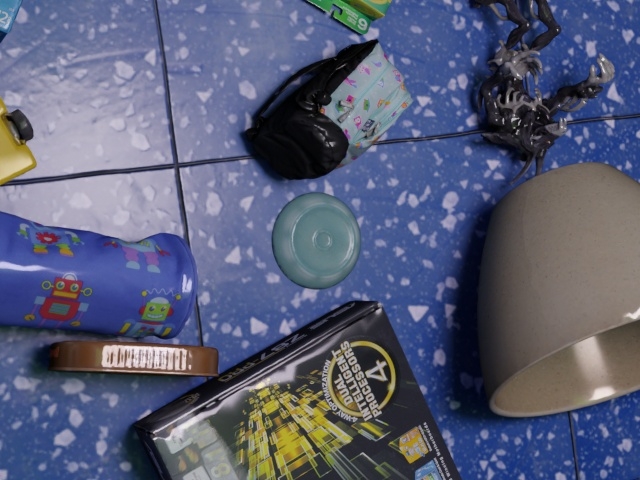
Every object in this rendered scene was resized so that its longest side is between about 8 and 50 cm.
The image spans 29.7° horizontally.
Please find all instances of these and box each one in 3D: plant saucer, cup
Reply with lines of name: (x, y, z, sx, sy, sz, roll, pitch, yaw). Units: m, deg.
plant saucer: (0.000, 0.000, 1.470, 0.119, 0.021, 0.119, 1, 87, -23)
cup: (0.327, 0.045, 1.481, 0.331, 0.331, 0.237, -5, 64, -24)

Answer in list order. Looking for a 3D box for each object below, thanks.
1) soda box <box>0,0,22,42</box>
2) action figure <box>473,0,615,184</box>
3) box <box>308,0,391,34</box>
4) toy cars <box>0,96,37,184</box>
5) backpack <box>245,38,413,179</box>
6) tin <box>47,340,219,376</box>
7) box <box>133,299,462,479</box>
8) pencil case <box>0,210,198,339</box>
soda box: (-0.419, -0.285, 1.269, 0.210, 0.067, 0.071, 23, 78, -22)
action figure: (0.274, -0.214, 1.538, 0.164, 0.141, 0.276, -7, 89, -36)
box: (0.055, -0.355, 1.497, 0.105, 0.043, 0.179, 27, 79, -20)
toy cars: (-0.472, -0.173, 1.236, 0.393, 0.087, 0.177, 22, 75, -18)
backpack: (0.021, -0.154, 1.431, 0.182, 0.152, 0.115, -46, 111, -31)
tin: (-0.203, 0.131, 1.328, 0.189, 0.106, 0.040, 5, 86, -24)
box: (0.007, 0.312, 1.421, 0.318, 0.097, 0.395, -27, 99, -19)
pencil case: (-0.285, 0.032, 1.272, 0.306, 0.133, 0.119, 10, 116, -31)
